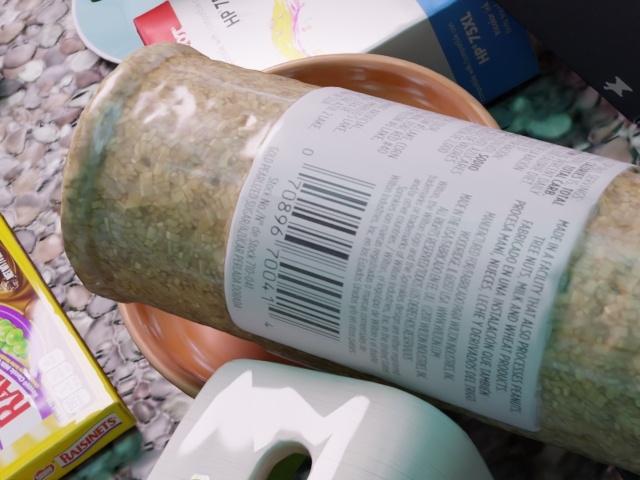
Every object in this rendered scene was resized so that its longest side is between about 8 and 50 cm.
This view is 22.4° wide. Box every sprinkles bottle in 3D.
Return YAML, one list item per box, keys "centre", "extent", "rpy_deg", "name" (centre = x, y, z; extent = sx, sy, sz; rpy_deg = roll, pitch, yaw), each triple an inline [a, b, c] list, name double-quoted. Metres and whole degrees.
- centre: [0.069, 0.014, 0.645]
  extent: [0.355, 0.121, 0.121]
  rpy_deg: [17, 60, 25]
  name: "sprinkles bottle"

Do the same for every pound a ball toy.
- centre: [-0.049, 0.189, 0.571]
  extent: [0.136, 0.208, 0.319]
  rpy_deg: [10, 55, 33]
  name: "pound a ball toy"

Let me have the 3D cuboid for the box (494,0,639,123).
- centre: [0.151, -0.294, 0.789]
  extent: [0.312, 0.343, 0.179]
  rpy_deg: [-54, 10, -22]
  name: "box"

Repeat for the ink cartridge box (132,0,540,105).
- centre: [-0.014, -0.097, 0.899]
  extent: [0.231, 0.078, 0.134]
  rpy_deg: [-30, 44, 0]
  name: "ink cartridge box"

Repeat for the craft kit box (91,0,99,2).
- centre: [-0.024, -0.269, 0.979]
  extent: [0.247, 0.061, 0.250]
  rpy_deg: [-17, 41, 20]
  name: "craft kit box"

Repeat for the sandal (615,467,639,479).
- centre: [0.227, 0.022, 0.702]
  extent: [0.254, 0.054, 0.097]
  rpy_deg: [-44, 38, -1]
  name: "sandal"

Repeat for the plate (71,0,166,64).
- centre: [-0.070, -0.173, 1.034]
  extent: [0.188, 0.024, 0.188]
  rpy_deg: [-14, 46, 16]
  name: "plate"

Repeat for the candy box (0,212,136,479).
- centre: [-0.186, 0.063, 0.879]
  extent: [0.105, 0.027, 0.206]
  rpy_deg: [-38, 45, -4]
  name: "candy box"

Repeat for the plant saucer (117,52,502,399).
- centre: [0.000, 0.000, 0.772]
  extent: [0.200, 0.037, 0.200]
  rpy_deg: [-7, 57, 12]
  name: "plant saucer"
